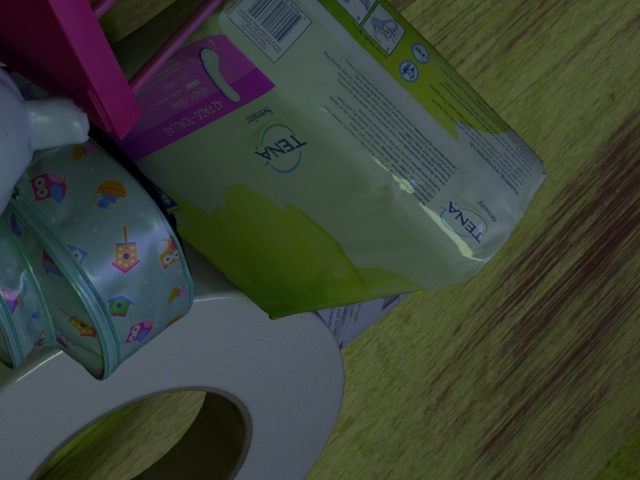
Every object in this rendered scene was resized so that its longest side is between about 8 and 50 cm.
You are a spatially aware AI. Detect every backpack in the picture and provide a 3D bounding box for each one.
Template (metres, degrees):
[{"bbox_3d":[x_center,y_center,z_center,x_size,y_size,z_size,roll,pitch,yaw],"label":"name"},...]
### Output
[{"bbox_3d":[-0.175,-0.001,1.002,0.144,0.188,0.166,-43,154,-26],"label":"backpack"}]

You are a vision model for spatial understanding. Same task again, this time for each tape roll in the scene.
[{"bbox_3d":[-0.162,0.166,1.234,0.392,0.072,0.392,-24,142,-20],"label":"tape roll"}]

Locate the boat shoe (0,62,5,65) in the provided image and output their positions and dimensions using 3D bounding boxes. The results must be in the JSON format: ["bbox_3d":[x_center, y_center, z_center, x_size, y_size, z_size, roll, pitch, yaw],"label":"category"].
[{"bbox_3d":[-0.191,-0.128,0.946,0.153,0.048,0.056,-5,125,-60],"label":"boat shoe"}]

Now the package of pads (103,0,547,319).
[{"bbox_3d":[-0.021,-0.058,1.002,0.101,0.229,0.296,-54,-164,-23],"label":"package of pads"}]

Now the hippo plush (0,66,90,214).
[{"bbox_3d":[-0.257,-0.002,0.792,0.234,0.294,0.237,9,106,-28],"label":"hippo plush"}]

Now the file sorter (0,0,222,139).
[{"bbox_3d":[-0.148,-0.233,0.750,0.182,0.202,0.291,-50,155,-16],"label":"file sorter"}]

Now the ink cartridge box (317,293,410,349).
[{"bbox_3d":[0.000,0.000,1.416,0.273,0.114,0.197,-37,150,-37],"label":"ink cartridge box"}]
